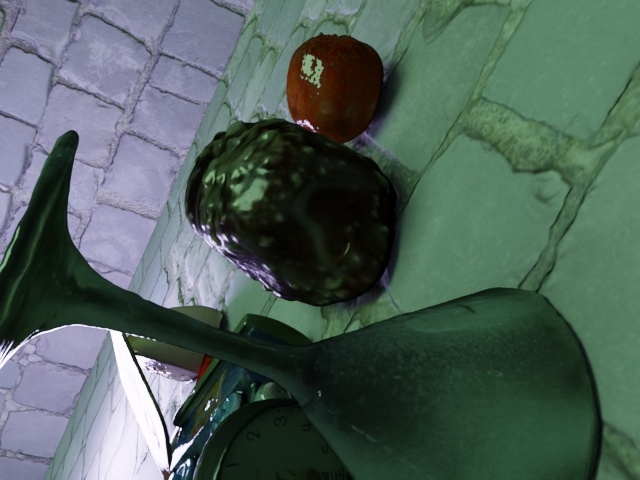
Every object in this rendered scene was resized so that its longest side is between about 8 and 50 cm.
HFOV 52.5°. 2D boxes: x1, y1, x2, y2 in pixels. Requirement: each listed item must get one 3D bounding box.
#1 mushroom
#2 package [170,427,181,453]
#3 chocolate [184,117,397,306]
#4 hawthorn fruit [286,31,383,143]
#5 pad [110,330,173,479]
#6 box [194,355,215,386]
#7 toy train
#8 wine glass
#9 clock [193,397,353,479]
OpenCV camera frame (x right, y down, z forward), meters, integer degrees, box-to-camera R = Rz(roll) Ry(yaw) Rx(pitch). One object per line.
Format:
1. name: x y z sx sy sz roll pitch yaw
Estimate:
1. mushroom: -0.310 0.194 1.342 0.236 0.173 0.162 -35 33 61
2. package: -0.291 0.396 1.327 0.110 0.015 0.037 -64 17 7
3. chocolate: -0.066 -0.057 0.880 0.225 0.210 0.340 -60 31 -5
4. hawthorn fruit: 0.003 -0.181 1.024 0.165 0.165 0.285 -131 55 -66
5. pad: -0.314 0.278 1.138 0.284 0.018 0.286 52 151 35
6. box: -0.173 0.243 1.146 0.175 0.048 0.112 -21 50 61
7. toy train: -0.117 0.262 0.912 0.299 0.131 0.202 -53 19 31
8. wine glass: -0.031 0.091 0.488 0.267 0.406 0.267 -47 29 37
9. clock: -0.036 0.249 0.646 0.040 0.185 0.184 -23 48 51
